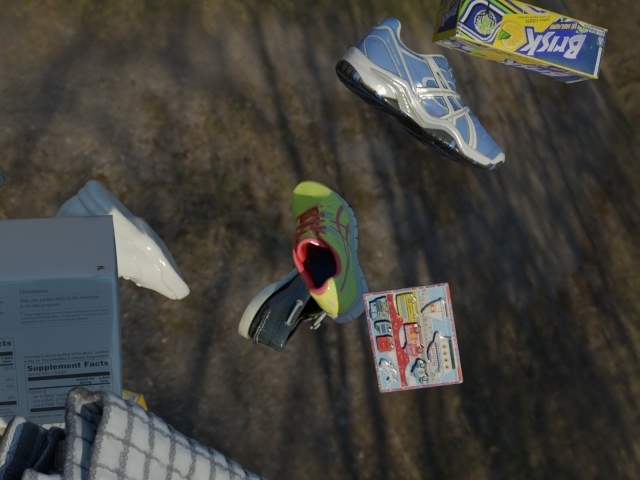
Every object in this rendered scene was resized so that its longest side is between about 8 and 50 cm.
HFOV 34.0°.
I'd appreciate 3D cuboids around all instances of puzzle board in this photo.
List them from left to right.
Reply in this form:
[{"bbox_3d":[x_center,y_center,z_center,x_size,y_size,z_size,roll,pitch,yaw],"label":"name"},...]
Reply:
[{"bbox_3d":[0.105,0.112,1.185,0.011,0.096,0.128,-78,159,-67],"label":"puzzle board"}]

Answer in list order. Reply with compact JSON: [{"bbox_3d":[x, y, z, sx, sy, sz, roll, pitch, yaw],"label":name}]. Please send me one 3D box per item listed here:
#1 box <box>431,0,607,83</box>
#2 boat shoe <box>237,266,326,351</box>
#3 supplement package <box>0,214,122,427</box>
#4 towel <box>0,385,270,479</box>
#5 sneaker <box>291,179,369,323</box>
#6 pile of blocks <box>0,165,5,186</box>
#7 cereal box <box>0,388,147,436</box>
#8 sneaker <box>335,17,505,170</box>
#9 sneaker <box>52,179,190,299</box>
[{"bbox_3d":[0.204,-0.208,1.070,0.169,0.054,0.059,12,-1,-19],"label":"box"},{"bbox_3d":[-0.021,0.079,1.484,0.079,0.095,0.254,31,29,15],"label":"boat shoe"},{"bbox_3d":[-0.326,0.073,1.007,0.204,0.262,0.145,-123,-147,-69],"label":"supplement package"},{"bbox_3d":[-0.101,0.247,0.547,0.235,0.121,0.283,40,40,-42],"label":"towel"},{"bbox_3d":[0.000,0.000,1.336,0.094,0.081,0.208,32,32,-51],"label":"sneaker"},{"bbox_3d":[-0.463,0.041,1.197,0.362,0.149,0.112,-52,133,-36],"label":"pile of blocks"},{"bbox_3d":[-0.391,0.270,1.489,0.047,0.240,0.173,85,22,-50],"label":"cereal box"},{"bbox_3d":[0.119,-0.146,1.087,0.211,0.081,0.080,36,-4,-21],"label":"sneaker"},{"bbox_3d":[-0.242,0.017,1.244,0.212,0.094,0.080,50,3,-44],"label":"sneaker"}]
